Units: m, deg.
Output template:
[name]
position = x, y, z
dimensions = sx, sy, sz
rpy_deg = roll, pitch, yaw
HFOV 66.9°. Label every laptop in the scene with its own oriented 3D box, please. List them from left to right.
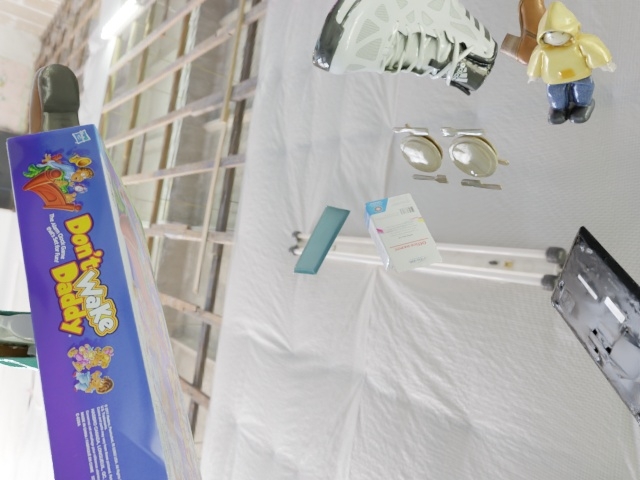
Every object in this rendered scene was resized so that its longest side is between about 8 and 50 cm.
[laptop]
position = 0.457, 0.137, 0.692
dimensions = 0.234, 0.136, 0.264
rpy_deg = -109, -171, -45

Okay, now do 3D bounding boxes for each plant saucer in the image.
[plant saucer]
position = 0.000, 0.000, 1.132
dimensions = 0.192, 0.067, 0.018
rpy_deg = -61, -140, 25

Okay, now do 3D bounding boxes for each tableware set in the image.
[tableware set]
position = 0.227, -0.159, 0.855
dimensions = 0.194, 0.128, 0.039
rpy_deg = 16, -122, 46

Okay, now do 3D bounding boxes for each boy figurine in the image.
[boy figurine]
position = 0.540, -0.383, 1.054
dimensions = 0.177, 0.285, 0.092
rpy_deg = 9, -116, 36

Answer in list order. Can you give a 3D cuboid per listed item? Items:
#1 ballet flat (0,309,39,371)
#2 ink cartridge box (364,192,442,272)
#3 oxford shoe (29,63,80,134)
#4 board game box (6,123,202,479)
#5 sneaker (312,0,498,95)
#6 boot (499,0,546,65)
[ballet flat]
position = -0.408, 0.110, 0.588
dimensions = 0.087, 0.247, 0.083
rpy_deg = 118, -27, -42
[ink cartridge box]
position = 0.170, -0.004, 1.018
dimensions = 0.062, 0.104, 0.181
rpy_deg = 90, -16, -56
[oxford shoe]
position = -0.431, -0.170, 0.780
dimensions = 0.076, 0.076, 0.212
rpy_deg = 13, -81, 38
[board game box]
position = -0.206, 0.097, 0.491
dimensions = 0.233, 0.078, 0.347
rpy_deg = 113, -40, -67
[sneaker]
position = 0.192, -0.368, 0.893
dimensions = 0.257, 0.447, 0.169
rpy_deg = 39, -42, 9
[boot]
position = 0.540, -0.514, 1.155
dimensions = 0.152, 0.073, 0.197
rpy_deg = 35, -59, 32
